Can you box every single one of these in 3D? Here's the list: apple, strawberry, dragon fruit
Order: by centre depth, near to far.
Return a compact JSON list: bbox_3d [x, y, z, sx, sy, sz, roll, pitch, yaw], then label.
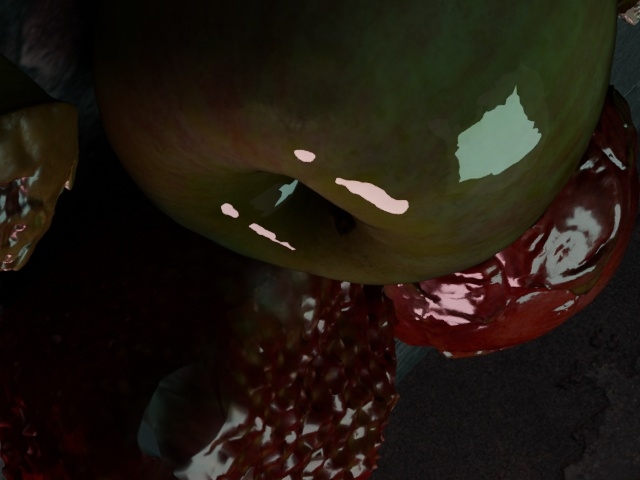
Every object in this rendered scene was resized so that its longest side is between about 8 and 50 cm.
[{"bbox_3d":[0.020,-0.109,0.690,0.257,0.257,0.233,90,13,-72],"label":"apple"},{"bbox_3d":[-0.083,0.088,0.873,0.351,0.267,0.312,33,77,-88],"label":"strawberry"},{"bbox_3d":[0.123,-0.041,1.154,0.277,0.277,0.342,-43,154,-23],"label":"dragon fruit"}]

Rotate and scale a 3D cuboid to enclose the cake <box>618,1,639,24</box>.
[{"bbox_3d":[0.388,-0.307,1.752,0.052,0.065,0.121,-48,175,14],"label":"cake"}]

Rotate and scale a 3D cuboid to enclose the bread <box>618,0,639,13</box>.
[{"bbox_3d":[0.268,-0.289,1.204,0.232,0.135,0.247,-39,175,26],"label":"bread"}]

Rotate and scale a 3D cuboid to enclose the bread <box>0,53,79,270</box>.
[{"bbox_3d":[-0.179,-0.019,0.616,0.156,0.086,0.125,-47,167,-6],"label":"bread"}]
